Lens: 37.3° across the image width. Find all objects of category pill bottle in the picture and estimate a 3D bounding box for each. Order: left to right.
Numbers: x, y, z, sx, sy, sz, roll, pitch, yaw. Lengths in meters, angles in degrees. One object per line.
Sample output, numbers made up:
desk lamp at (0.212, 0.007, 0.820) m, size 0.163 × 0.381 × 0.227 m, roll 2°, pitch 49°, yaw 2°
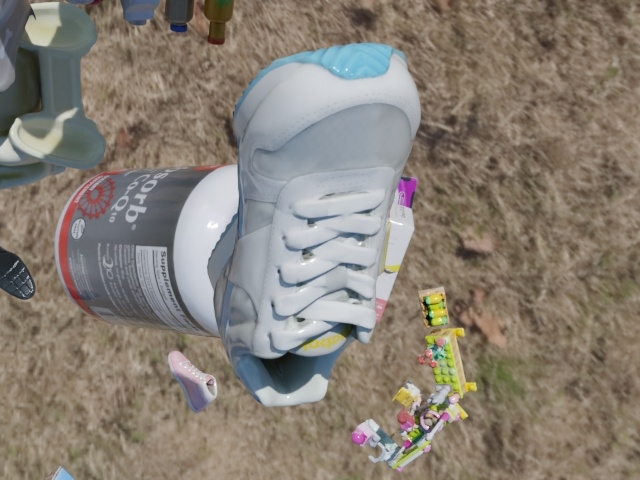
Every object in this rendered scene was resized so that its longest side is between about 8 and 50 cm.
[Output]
pill bottle at (-0.141, 0.012, 1.161) m, size 0.210 × 0.363 × 0.210 m, roll -2°, pitch 92°, yaw -49°

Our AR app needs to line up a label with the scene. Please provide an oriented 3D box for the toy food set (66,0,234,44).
toy food set at (-0.232, -0.312, 1.241) m, size 0.232 × 0.111 × 0.105 m, roll -14°, pitch 127°, yaw -34°

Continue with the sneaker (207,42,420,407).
sneaker at (0.000, 0.000, 0.453) m, size 0.087 × 0.092 × 0.229 m, roll -8°, pitch 149°, yaw -17°

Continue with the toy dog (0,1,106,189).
toy dog at (-0.608, -0.205, 1.654) m, size 0.395 × 0.408 × 0.285 m, roll -11°, pitch 86°, yaw -39°

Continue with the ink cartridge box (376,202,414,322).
ink cartridge box at (0.092, 0.009, 1.441) m, size 0.067 × 0.115 × 0.198 m, roll 18°, pitch 107°, yaw -3°

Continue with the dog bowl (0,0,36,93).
dog bowl at (-0.591, -0.338, 1.374) m, size 0.348 × 0.349 × 0.102 m, roll -1°, pitch 146°, yaw -14°

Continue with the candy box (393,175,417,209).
candy box at (0.085, -0.046, 1.754) m, size 0.071 × 0.233 × 0.159 m, roll 12°, pitch 89°, yaw -20°

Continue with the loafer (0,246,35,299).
loafer at (-0.560, 0.050, 1.684) m, size 0.062 × 0.170 × 0.061 m, roll -42°, pitch 157°, yaw -16°

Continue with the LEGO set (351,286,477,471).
LEGO set at (0.133, 0.211, 1.289) m, size 0.132 × 0.107 × 0.287 m, roll 30°, pitch 120°, yaw 18°

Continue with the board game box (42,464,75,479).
board game box at (-0.325, 0.471, 1.166) m, size 0.232 × 0.141 × 0.291 m, roll -37°, pitch 102°, yaw 17°

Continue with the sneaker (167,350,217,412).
sneaker at (-0.249, 0.269, 1.887) m, size 0.070 × 0.134 × 0.051 m, roll -35°, pitch 164°, yaw 25°
